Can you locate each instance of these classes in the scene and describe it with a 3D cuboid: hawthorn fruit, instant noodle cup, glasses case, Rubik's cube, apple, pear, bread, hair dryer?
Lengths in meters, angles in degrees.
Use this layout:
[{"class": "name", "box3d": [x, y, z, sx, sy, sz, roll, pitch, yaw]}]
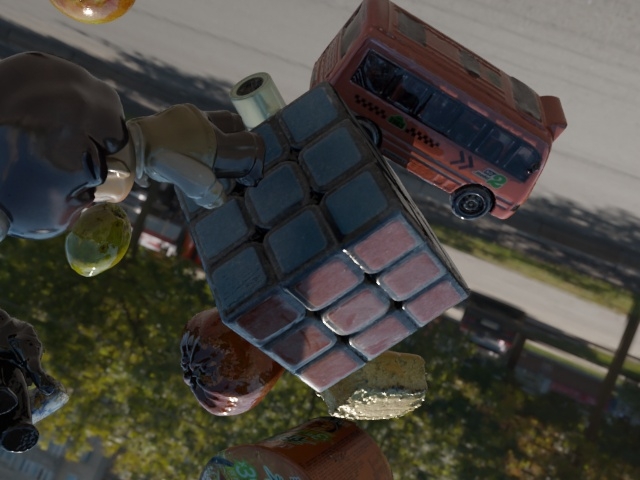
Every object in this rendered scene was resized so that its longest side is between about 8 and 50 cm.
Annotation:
[{"class": "hawthorn fruit", "box3d": [-0.158, 0.223, 1.815, 0.261, 0.224, 0.224, -27, -150, -33]}, {"class": "instant noodle cup", "box3d": [-0.020, 0.342, 1.167, 0.230, 0.230, 0.182, 22, -157, 28]}, {"class": "glasses case", "box3d": [-0.663, 0.380, 1.915, 0.065, 0.248, 0.087, 53, 156, 26]}, {"class": "Rubik's cube", "box3d": [0.000, 0.000, 1.378, 0.303, 0.305, 0.301, 48, -169, -51]}, {"class": "apple", "box3d": [-0.436, -0.508, 1.699, 0.196, 0.195, 0.196, 23, 177, 1]}, {"class": "pear", "box3d": [-0.374, -0.003, 1.493, 0.107, 0.131, 0.107, 31, -164, -10]}, {"class": "bread", "box3d": [0.119, 0.316, 1.936, 0.246, 0.174, 0.121, 7, -127, -37]}, {"class": "hair dryer", "box3d": [-0.090, -0.311, 2.352, 0.362, 0.128, 0.203, 30, 155, 52]}]

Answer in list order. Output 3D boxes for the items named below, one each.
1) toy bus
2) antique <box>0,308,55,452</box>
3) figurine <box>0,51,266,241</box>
[{"class": "toy bus", "box3d": [0.204, -0.229, 1.550, 0.427, 0.233, 0.203, 27, -145, -16]}, {"class": "antique", "box3d": [-0.651, 0.297, 1.730, 0.185, 0.322, 0.255, 34, -162, -38]}, {"class": "figurine", "box3d": [-0.258, -0.097, 1.065, 0.365, 0.206, 0.218, 10, -140, -45]}]
